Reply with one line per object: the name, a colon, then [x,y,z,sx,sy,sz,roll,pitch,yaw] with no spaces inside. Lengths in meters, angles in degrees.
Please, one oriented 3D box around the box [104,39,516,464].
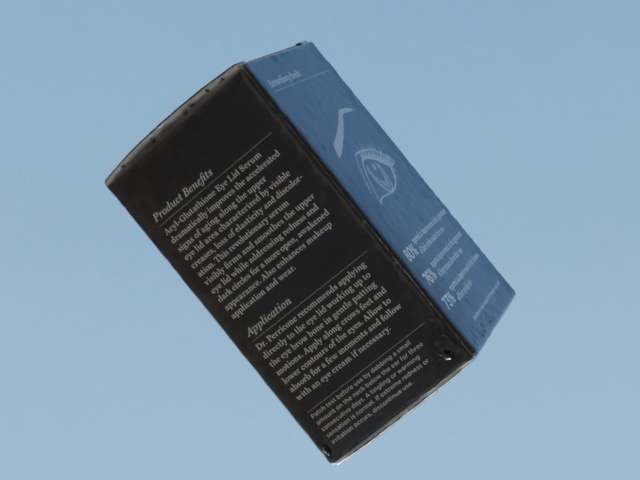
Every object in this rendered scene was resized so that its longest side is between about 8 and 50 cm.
box: [0.000,0.000,0.982,0.108,0.153,0.207,-39,-92,18]
